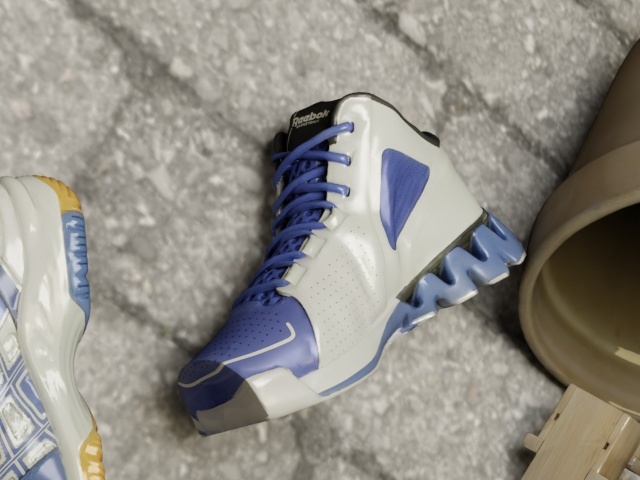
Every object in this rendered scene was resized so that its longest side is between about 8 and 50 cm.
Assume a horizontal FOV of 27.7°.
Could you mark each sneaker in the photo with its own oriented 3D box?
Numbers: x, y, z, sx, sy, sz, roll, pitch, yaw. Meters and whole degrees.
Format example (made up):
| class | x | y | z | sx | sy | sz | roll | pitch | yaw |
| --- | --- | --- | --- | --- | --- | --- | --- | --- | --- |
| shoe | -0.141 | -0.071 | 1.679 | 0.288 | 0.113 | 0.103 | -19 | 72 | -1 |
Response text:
| class | x | y | z | sx | sy | sz | roll | pitch | yaw |
| --- | --- | --- | --- | --- | --- | --- | --- | --- | --- |
| sneaker | 0.001 | -0.001 | 0.939 | 0.315 | 0.127 | 0.182 | -32 | 95 | -41 |
| sneaker | -0.205 | 0.109 | 0.795 | 0.131 | 0.112 | 0.296 | -4 | 78 | -20 |

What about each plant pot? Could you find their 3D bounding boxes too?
| class | x | y | z | sx | sy | sz | roll | pitch | yaw |
| --- | --- | --- | --- | --- | --- | --- | --- | --- | --- |
| plant pot | 0.337 | -0.040 | 1.076 | 0.323 | 0.323 | 0.280 | 34 | 48 | -24 |

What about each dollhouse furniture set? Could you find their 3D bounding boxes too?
| class | x | y | z | sx | sy | sz | roll | pitch | yaw |
| --- | --- | --- | --- | --- | --- | --- | --- | --- | --- |
| dollhouse furniture set | 0.339 | 0.302 | 1.095 | 0.173 | 0.303 | 0.355 | -58 | 144 | -3 |
